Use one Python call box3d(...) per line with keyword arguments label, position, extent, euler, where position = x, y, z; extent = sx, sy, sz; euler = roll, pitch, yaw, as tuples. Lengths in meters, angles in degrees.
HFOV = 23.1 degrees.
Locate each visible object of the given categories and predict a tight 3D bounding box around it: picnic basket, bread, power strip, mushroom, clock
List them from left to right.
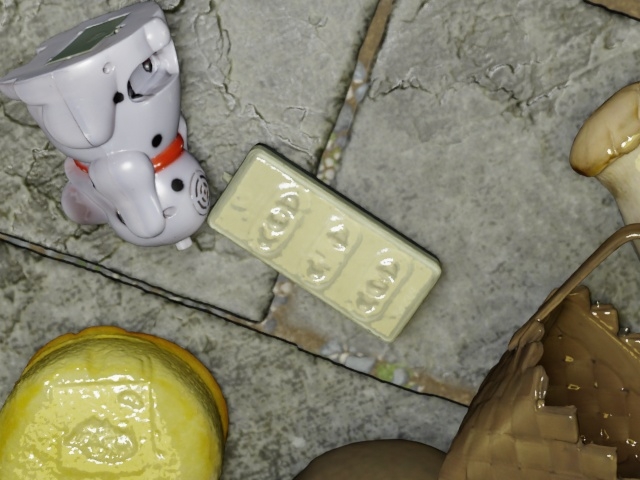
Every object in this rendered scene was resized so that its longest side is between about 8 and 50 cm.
box3d(label="bread", position=(-0.229, 0.233, 1.704), extent=(0.270, 0.148, 0.269), euler=(-1, 101, -3))
box3d(label="clock", position=(-0.202, -0.101, 1.641), extent=(0.189, 0.189, 0.254), euler=(-17, 115, 4))
box3d(label="power strip", position=(0.000, 0.000, 1.692), extent=(0.257, 0.070, 0.105), euler=(33, 100, -4))
box3d(label="picnic basket", position=(0.304, 0.163, 1.589), extent=(0.254, 0.291, 0.321), euler=(42, 115, -2))
box3d(label="mushroom", position=(0.420, 0.017, 1.655), extent=(0.137, 0.154, 0.407), euler=(-42, 93, -28))

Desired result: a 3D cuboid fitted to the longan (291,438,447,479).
box3d(label="longan", position=(0.070, 0.353, 1.655), extent=(0.297, 0.297, 0.297), euler=(0, 101, 1))
